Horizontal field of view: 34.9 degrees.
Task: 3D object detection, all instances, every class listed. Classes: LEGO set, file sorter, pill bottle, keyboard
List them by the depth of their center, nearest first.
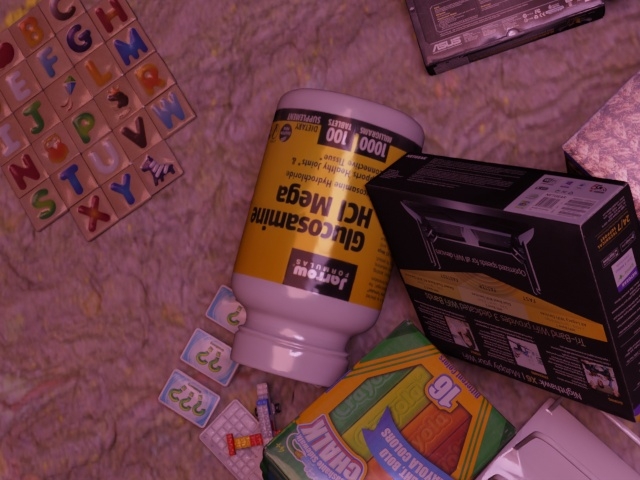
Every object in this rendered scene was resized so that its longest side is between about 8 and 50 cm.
[{"bbox_3d":[0.249,0.322,1.113,0.193,0.173,0.278,42,77,14],"label":"file sorter"},{"bbox_3d":[0.000,0.000,1.237,0.188,0.188,0.333,13,86,16],"label":"pill bottle"},{"bbox_3d":[-0.077,0.193,1.307,0.244,0.060,0.182,31,92,14],"label":"LEGO set"},{"bbox_3d":[-0.047,0.319,1.313,0.256,0.014,0.072,44,96,14],"label":"keyboard"}]

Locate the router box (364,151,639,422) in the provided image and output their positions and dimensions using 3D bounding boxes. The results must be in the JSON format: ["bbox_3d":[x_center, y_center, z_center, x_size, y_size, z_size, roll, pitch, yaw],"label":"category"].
[{"bbox_3d":[0.209,0.039,1.093,0.081,0.242,0.309,-37,30,-26],"label":"router box"}]

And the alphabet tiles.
[{"bbox_3d":[-0.344,-0.185,1.444,0.285,0.011,0.342,-34,77,10],"label":"alphabet tiles"}]

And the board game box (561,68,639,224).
[{"bbox_3d":[0.395,-0.109,1.095,0.232,0.291,0.141,-45,76,6],"label":"board game box"}]

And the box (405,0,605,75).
[{"bbox_3d":[0.218,-0.332,1.285,0.231,0.056,0.183,-18,80,11],"label":"box"}]

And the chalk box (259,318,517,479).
[{"bbox_3d":[0.047,0.264,1.156,0.289,0.179,0.180,-41,76,-18],"label":"chalk box"}]
